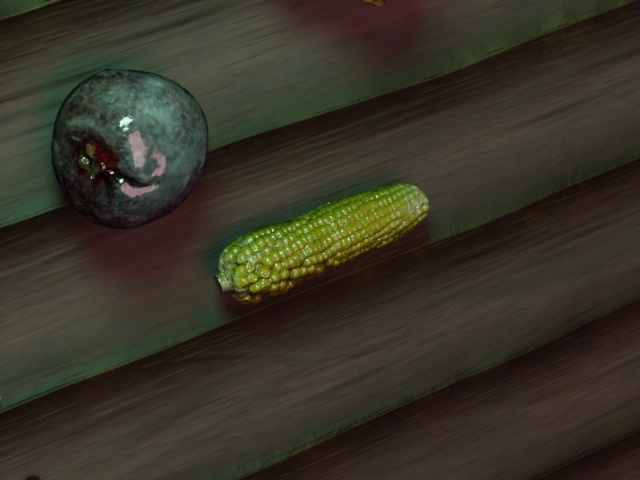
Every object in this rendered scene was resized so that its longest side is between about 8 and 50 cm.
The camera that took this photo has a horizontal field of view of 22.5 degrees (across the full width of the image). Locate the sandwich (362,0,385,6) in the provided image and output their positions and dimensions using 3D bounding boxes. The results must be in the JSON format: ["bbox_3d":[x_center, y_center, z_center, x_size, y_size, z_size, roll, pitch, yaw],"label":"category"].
[{"bbox_3d":[0.000,-0.399,1.907,0.301,0.162,0.250,47,69,-8],"label":"sandwich"}]

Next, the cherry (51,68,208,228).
[{"bbox_3d":[-0.219,-0.109,1.894,0.195,0.195,0.195,-13,118,-27],"label":"cherry"}]

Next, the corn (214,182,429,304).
[{"bbox_3d":[0.000,0.000,2.133,0.320,0.097,0.097,-23,122,-23],"label":"corn"}]
